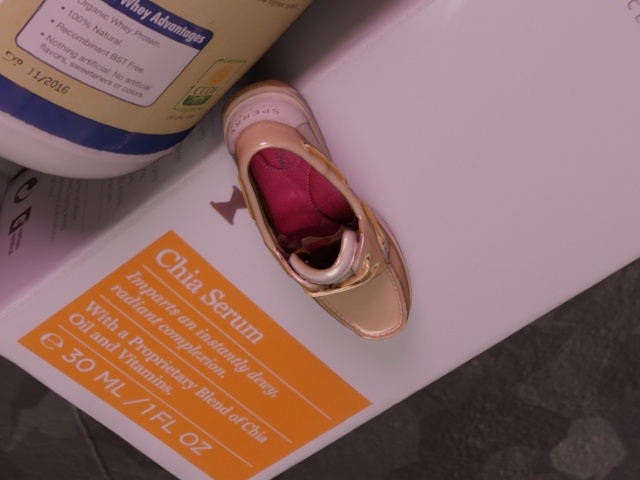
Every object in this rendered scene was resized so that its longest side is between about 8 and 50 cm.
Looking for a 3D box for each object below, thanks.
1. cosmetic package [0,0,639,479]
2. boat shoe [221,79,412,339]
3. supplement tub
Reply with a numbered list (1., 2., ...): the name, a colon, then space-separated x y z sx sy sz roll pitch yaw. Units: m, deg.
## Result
1. cosmetic package: 0.032 -0.044 0.655 0.453 0.162 0.230 -35 124 18
2. boat shoe: 0.000 0.000 0.544 0.063 0.059 0.170 -26 124 13
3. supplement tub: -0.066 -0.206 0.474 0.228 0.228 0.316 34 117 -28
